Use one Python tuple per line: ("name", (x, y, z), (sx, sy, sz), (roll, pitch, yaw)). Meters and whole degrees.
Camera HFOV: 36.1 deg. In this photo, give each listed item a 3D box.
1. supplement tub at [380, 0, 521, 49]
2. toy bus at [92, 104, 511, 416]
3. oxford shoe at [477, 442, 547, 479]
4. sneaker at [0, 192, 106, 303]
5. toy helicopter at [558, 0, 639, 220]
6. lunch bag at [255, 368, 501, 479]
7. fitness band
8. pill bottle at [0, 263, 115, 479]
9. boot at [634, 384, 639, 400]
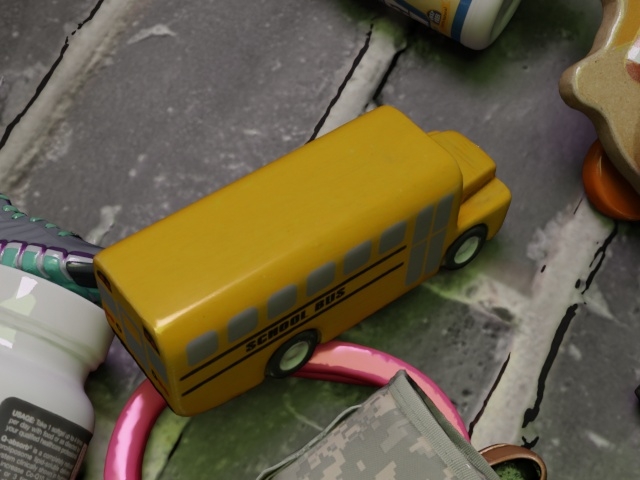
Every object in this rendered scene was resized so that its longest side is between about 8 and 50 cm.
("supplement tub", (0.096, -0.279, 0.893), (0.199, 0.144, 0.144), (30, 72, 11))
("toy bus", (0.000, 0.000, 0.759), (0.332, 0.130, 0.108), (-30, 56, -24))
("oxford shoe", (0.072, 0.213, 0.697), (0.212, 0.076, 0.076), (-37, 78, -9))
("sneaker", (-0.253, -0.005, 0.826), (0.223, 0.083, 0.098), (3, 65, 2))
("toy helicopter", (0.284, -0.197, 0.800), (0.235, 0.140, 0.355), (-32, 96, -7))
("lunch bag", (0.048, 0.254, 0.590), (0.235, 0.169, 0.287), (-41, 84, 6))
("fitness band", (-0.024, 0.181, 0.770), (0.290, 0.054, 0.209), (4, 70, 2))
("pill bottle", (-0.262, 0.166, 0.718), (0.162, 0.162, 0.278), (18, 70, 6))
("boot", (0.392, 0.142, 0.770), (0.236, 0.085, 0.179), (-24, 73, -2))
